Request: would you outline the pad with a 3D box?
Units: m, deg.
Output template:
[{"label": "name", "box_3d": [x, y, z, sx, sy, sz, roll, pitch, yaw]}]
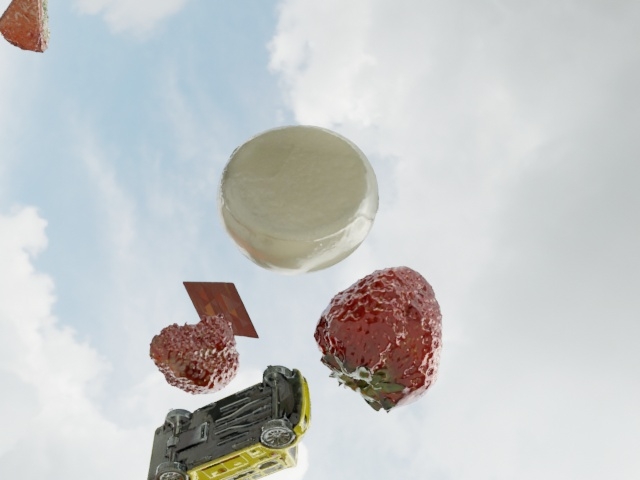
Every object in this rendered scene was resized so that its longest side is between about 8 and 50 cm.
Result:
[{"label": "pad", "box_3d": [-0.225, 0.153, 1.552, 0.211, 0.003, 0.143, -4, -66, 49]}]

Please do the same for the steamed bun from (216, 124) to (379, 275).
[{"label": "steamed bun", "box_3d": [-0.040, -0.059, 1.215, 0.282, 0.177, 0.283, 0, -127, 0]}]

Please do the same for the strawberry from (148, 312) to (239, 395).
[{"label": "strawberry", "box_3d": [-0.226, 0.241, 1.371, 0.106, 0.236, 0.175, 32, -64, 27]}]

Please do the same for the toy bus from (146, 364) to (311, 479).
[{"label": "toy bus", "box_3d": [-0.150, 0.364, 1.275, 0.330, 0.152, 0.144, -25, -145, 16]}]

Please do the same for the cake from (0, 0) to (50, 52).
[{"label": "cake", "box_3d": [-0.681, -0.547, 1.588, 0.221, 0.116, 0.086, 106, -11, -47]}]

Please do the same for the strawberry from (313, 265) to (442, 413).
[{"label": "strawberry", "box_3d": [0.131, 0.176, 1.358, 0.257, 0.257, 0.277, 29, -117, 30]}]
